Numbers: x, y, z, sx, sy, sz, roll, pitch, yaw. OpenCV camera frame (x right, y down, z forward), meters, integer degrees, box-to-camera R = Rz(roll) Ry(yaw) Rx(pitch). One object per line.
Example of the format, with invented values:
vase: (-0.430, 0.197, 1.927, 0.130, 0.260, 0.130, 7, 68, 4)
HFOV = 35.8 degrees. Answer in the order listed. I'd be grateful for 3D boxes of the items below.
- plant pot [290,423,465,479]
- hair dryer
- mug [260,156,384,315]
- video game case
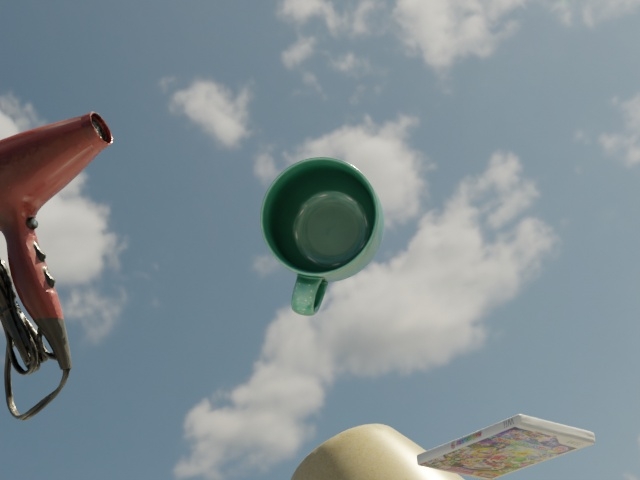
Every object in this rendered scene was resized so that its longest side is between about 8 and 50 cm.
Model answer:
plant pot: (0.086, 0.315, 0.923, 0.256, 0.274, 0.256, -19, -43, -19)
hair dryer: (-0.289, 0.004, 0.970, 0.293, 0.224, 0.080, -65, -13, 3)
mug: (-0.003, -0.009, 1.094, 0.158, 0.129, 0.097, -46, -13, 0)
video game case: (0.151, 0.173, 0.818, 0.087, 0.011, 0.122, 19, -35, -31)
